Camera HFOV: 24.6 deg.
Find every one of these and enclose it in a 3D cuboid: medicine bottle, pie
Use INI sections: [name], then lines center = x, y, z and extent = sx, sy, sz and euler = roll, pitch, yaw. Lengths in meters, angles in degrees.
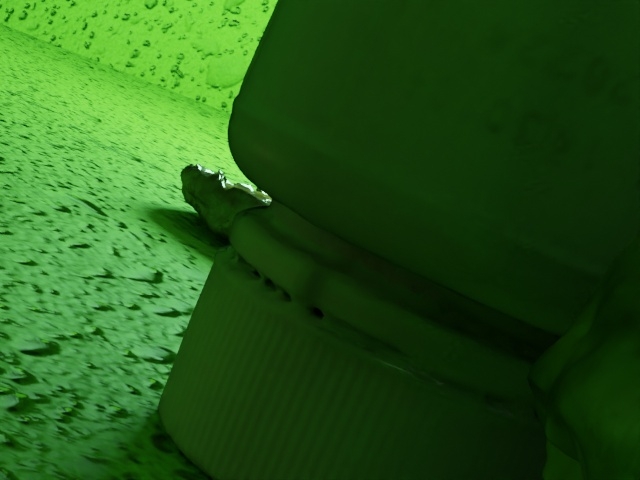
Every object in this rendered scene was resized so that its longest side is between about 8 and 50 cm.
[medicine bottle]
center = 0.073, -0.020, 0.668
extent = 0.241, 0.302, 0.241
euler = 23, 6, -3
[pie]
center = 0.000, 0.000, 1.266
extent = 0.274, 0.055, 0.274
euler = 23, 7, -3

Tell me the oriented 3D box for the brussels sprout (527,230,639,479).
[brussels sprout]
center = 0.213, 0.112, 0.412
extent = 0.344, 0.268, 0.344
euler = 10, 27, -5
